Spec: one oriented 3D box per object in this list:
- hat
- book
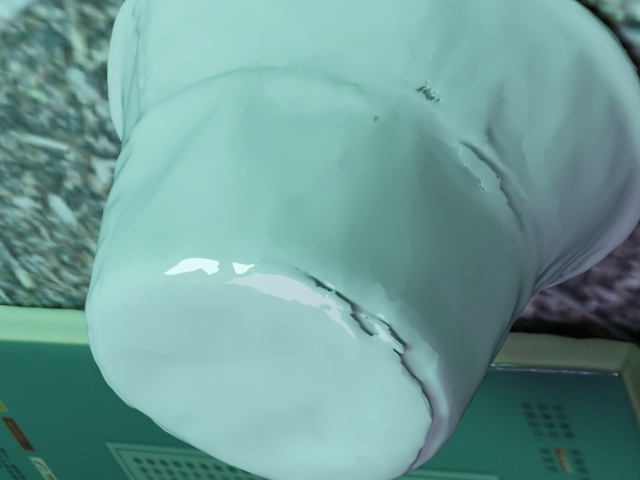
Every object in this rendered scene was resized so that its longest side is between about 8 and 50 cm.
[{"bbox_3d":[0.000,0.000,0.524,0.203,0.126,0.203,13,140,11],"label":"hat"},{"bbox_3d":[-0.002,0.126,0.760,0.379,0.031,0.264,2,138,29],"label":"book"}]
